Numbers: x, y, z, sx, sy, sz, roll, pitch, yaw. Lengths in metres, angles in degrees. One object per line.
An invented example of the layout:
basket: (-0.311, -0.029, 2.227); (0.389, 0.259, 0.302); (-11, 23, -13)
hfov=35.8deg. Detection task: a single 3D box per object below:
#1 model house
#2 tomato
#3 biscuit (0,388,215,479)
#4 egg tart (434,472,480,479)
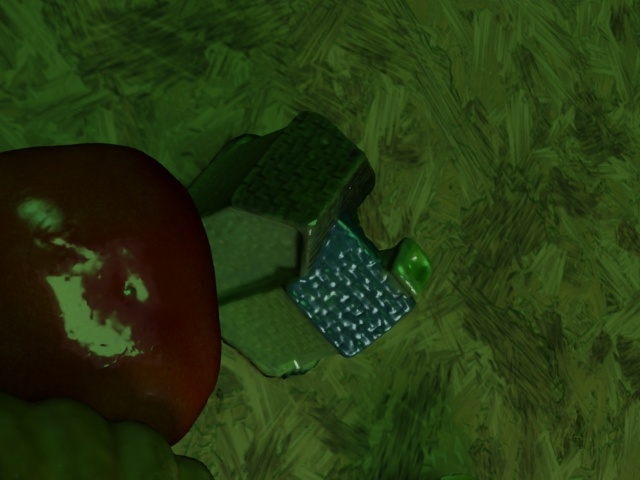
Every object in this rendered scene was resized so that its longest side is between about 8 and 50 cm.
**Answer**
model house: (0.000, 0.000, 0.899); (0.214, 0.189, 0.195); (52, 53, -17)
tomato: (-0.182, 0.048, 0.735); (0.260, 0.180, 0.259); (12, 70, -35)
biscuit: (-0.199, 0.253, 0.628); (0.326, 0.107, 0.325); (-5, 106, -19)
egg tart: (0.127, 0.327, 0.995); (0.191, 0.074, 0.191); (13, 70, -39)
